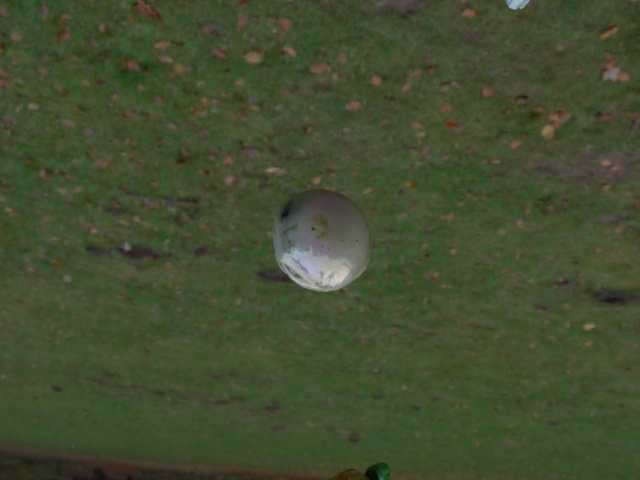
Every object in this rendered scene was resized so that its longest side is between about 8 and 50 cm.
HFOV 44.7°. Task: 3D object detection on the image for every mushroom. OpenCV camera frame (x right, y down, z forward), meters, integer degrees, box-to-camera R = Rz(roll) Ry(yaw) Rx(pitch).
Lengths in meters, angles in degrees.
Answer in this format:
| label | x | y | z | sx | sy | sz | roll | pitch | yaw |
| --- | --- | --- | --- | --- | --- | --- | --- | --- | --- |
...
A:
| label | x | y | z | sx | sy | sz | roll | pitch | yaw |
| --- | --- | --- | --- | --- | --- | --- | --- | --- | --- |
| mushroom | 0.000 | 0.000 | 0.612 | 0.084 | 0.083 | 0.067 | 14 | 157 | -19 |

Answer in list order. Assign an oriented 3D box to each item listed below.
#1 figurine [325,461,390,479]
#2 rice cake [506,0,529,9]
| label | x | y | z | sx | sy | sz | roll | pitch | yaw |
| --- | --- | --- | --- | --- | --- | --- | --- | --- | --- |
| figurine | 0.027 | 0.276 | 0.716 | 0.156 | 0.115 | 0.094 | -14 | 140 | -38 |
| rice cake | 0.190 | -0.334 | 0.862 | 0.029 | 0.170 | 0.033 | -17 | 167 | -20 |
